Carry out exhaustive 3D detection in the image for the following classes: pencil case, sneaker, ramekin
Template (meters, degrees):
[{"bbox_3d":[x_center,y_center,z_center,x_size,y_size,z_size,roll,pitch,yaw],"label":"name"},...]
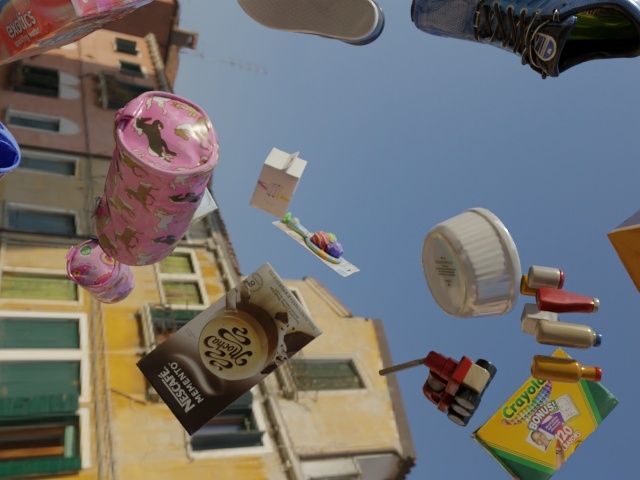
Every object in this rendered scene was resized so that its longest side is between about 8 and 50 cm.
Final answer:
[{"bbox_3d":[-0.294,-0.092,1.073,0.386,0.167,0.160,-45,-121,55],"label":"pencil case"},{"bbox_3d":[-0.528,0.078,1.505,0.284,0.124,0.124,119,-29,-74],"label":"pencil case"},{"bbox_3d":[0.284,-0.303,0.833,0.129,0.330,0.147,78,23,-50],"label":"sneaker"},{"bbox_3d":[0.349,0.065,1.494,0.273,0.127,0.272,166,-90,-74],"label":"ramekin"},{"bbox_3d":[-0.012,-0.429,1.169,0.296,0.147,0.104,21,-75,18],"label":"sneaker"}]

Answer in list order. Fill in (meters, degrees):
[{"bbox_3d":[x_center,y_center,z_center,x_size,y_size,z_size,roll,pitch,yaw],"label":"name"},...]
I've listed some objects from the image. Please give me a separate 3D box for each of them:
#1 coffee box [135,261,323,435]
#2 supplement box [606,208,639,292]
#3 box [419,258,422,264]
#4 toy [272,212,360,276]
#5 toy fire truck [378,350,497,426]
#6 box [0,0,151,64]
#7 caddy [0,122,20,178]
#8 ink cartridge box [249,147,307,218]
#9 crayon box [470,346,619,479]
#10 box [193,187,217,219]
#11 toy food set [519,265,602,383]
[{"bbox_3d":[-0.164,0.196,1.159,0.168,0.297,0.119,52,-5,2],"label":"coffee box"},{"bbox_3d":[0.670,-0.017,1.107,0.129,0.194,0.191,60,-22,-3],"label":"supplement box"},{"bbox_3d":[0.424,0.052,1.953,0.114,0.203,0.103,55,5,8],"label":"box"},{"bbox_3d":[0.000,0.000,1.622,0.237,0.137,0.056,34,-74,15],"label":"toy"},{"bbox_3d":[0.289,0.356,1.584,0.158,0.246,0.217,-53,160,-25],"label":"toy fire truck"},{"bbox_3d":[-0.390,-0.372,0.897,0.300,0.142,0.154,0,-63,44],"label":"box"},{"bbox_3d":[-0.825,-0.220,1.344,0.179,0.341,0.241,-42,-106,17],"label":"caddy"},{"bbox_3d":[-0.098,-0.144,1.477,0.092,0.090,0.143,-72,-175,-57],"label":"ink cartridge box"},{"bbox_3d":[0.485,0.391,1.357,0.165,0.278,0.081,45,-13,18],"label":"crayon box"},{"bbox_3d":[-0.476,-0.140,1.940,0.262,0.127,0.231,-24,-84,48],"label":"box"},{"bbox_3d":[0.411,0.129,1.061,0.232,0.105,0.111,-75,170,-54],"label":"toy food set"}]
